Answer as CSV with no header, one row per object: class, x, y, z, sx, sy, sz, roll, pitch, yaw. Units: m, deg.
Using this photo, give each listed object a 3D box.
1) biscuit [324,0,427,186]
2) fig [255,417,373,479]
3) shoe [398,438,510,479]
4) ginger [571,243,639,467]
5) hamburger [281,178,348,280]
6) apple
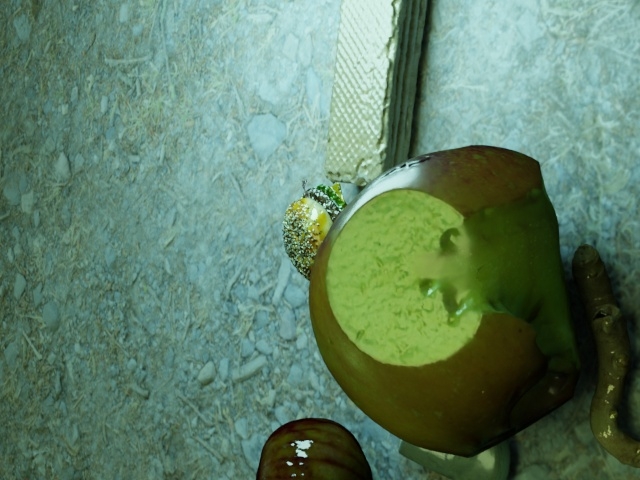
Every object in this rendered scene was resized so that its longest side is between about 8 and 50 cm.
biscuit,0.093,-0.294,1.634,0.144,0.078,0.426,12,97,46
fig,-0.010,0.396,1.626,0.235,0.214,0.235,168,90,-71
shoe,0.162,0.276,1.510,0.251,0.100,0.103,27,107,48
ginger,0.364,0.146,1.317,0.089,0.075,0.288,96,166,-80
hamburger,0.002,0.002,1.677,0.190,0.093,0.164,60,152,22
apple,0.174,0.082,1.319,0.384,0.374,0.374,-57,49,44
